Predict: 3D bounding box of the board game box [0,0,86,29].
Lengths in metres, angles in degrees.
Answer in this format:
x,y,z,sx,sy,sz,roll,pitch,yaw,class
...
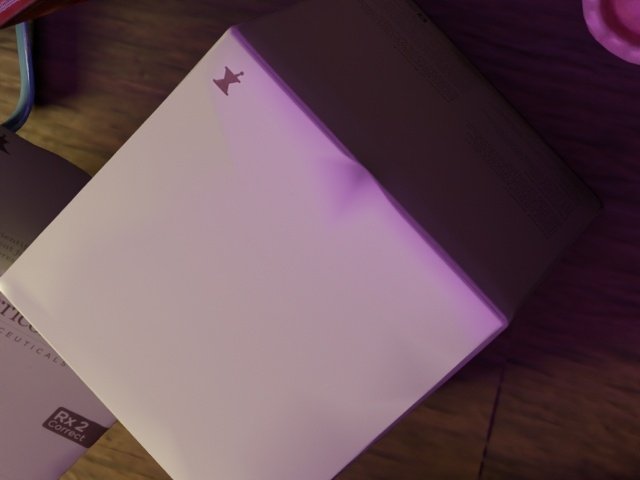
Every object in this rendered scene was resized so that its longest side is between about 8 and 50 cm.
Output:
x,y,z,sx,sy,sz,roll,pitch,yaw,class
-0.062,-0.212,1.081,0.281,0.145,0.027,-32,92,23,board game box

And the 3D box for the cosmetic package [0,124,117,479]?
x,y,z,sx,sy,sz,roll,pitch,yaw,class
-0.207,0.052,1.168,0.151,0.151,0.183,31,117,-30,cosmetic package

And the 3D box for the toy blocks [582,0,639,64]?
x,y,z,sx,sy,sz,roll,pitch,yaw,class
0.212,-0.214,0.926,0.309,0.260,0.289,37,113,6,toy blocks

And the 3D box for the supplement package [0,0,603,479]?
x,y,z,sx,sy,sz,roll,pitch,yaw,class
0.000,0.000,1.051,0.199,0.262,0.198,47,113,3,supplement package

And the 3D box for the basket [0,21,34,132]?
x,y,z,sx,sy,sz,roll,pitch,yaw,class
-0.315,-0.182,1.142,0.288,0.201,0.255,-3,104,-19,basket
